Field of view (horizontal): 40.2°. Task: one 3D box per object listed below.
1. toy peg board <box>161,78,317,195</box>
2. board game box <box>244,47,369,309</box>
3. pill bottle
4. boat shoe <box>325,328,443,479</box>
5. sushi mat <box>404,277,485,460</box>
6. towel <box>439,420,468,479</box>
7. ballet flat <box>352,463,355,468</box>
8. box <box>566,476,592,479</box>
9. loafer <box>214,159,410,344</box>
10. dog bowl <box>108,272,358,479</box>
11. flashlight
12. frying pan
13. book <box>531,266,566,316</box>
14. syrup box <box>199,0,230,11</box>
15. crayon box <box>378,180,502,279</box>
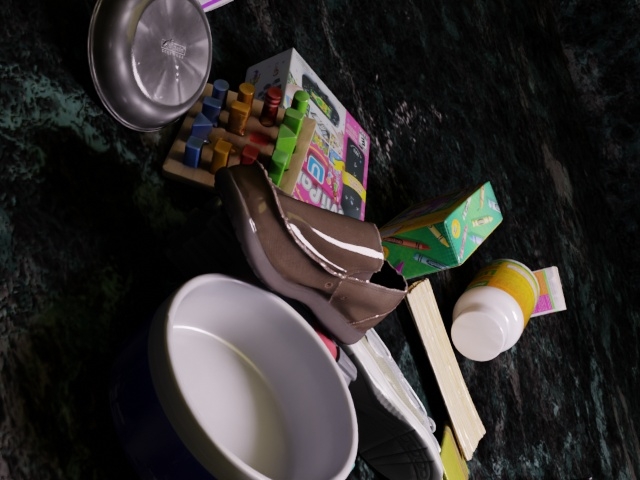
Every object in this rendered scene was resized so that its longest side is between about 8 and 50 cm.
[{"bbox_3d":[-0.093,-0.136,1.089,0.161,0.079,0.161,19,53,-2],"label":"toy peg board"},{"bbox_3d":[-0.029,-0.087,1.257,0.224,0.097,0.303,43,42,-40],"label":"board game box"},{"bbox_3d":[0.338,0.138,1.712,0.246,0.136,0.136,-38,108,-59],"label":"pill bottle"},{"bbox_3d":[0.089,0.229,1.276,0.320,0.118,0.103,55,38,-17],"label":"boat shoe"},{"bbox_3d":[0.224,0.224,1.570,0.151,0.019,0.316,-27,97,-67],"label":"sushi mat"},{"bbox_3d":[0.214,0.374,1.435,0.237,0.021,0.102,-17,86,-78],"label":"towel"},{"bbox_3d":[-0.061,0.311,1.019,0.106,0.107,0.316,50,27,0],"label":"ballet flat"},{"bbox_3d":[0.525,0.644,1.802,0.184,0.103,0.261,1,75,-62],"label":"box"},{"bbox_3d":[0.000,0.000,1.039,0.366,0.130,0.134,44,15,-56],"label":"loafer"},{"bbox_3d":[-0.089,0.171,0.933,0.265,0.104,0.265,36,30,-25],"label":"dog bowl"},{"bbox_3d":[-0.076,0.093,1.094,0.304,0.103,0.103,49,28,-28],"label":"flashlight"},{"bbox_3d":[-0.171,-0.284,1.061,0.197,0.053,0.326,46,62,-53],"label":"frying pan"},{"bbox_3d":[0.451,0.120,1.902,0.035,0.144,0.096,5,72,-58],"label":"book"},{"bbox_3d":[-0.196,-0.403,1.136,0.237,0.096,0.093,27,55,-52],"label":"syrup box"},{"bbox_3d":[0.198,-0.015,1.527,0.278,0.165,0.081,-33,104,-59],"label":"crayon box"}]
